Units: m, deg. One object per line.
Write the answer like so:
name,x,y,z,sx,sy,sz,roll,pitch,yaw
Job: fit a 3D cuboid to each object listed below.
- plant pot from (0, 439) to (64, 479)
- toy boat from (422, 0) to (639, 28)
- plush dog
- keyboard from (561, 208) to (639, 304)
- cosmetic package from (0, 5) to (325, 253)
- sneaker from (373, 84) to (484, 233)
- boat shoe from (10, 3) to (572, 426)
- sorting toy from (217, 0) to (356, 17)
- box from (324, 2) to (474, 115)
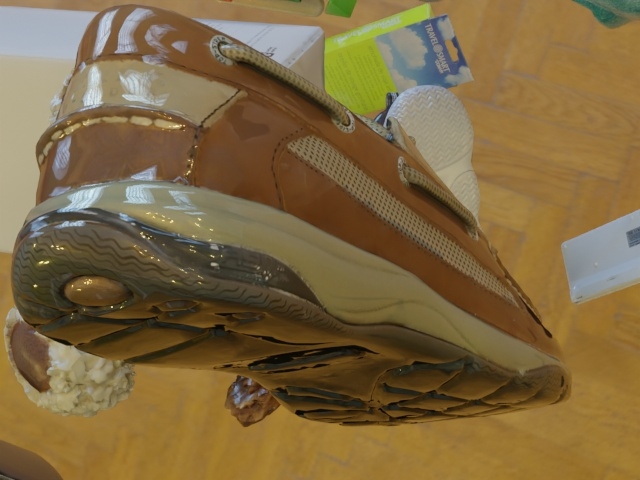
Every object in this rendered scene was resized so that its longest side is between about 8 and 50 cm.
plant pot,-0.357,0.270,1.175,0.187,0.167,0.188,24,97,-14
toy boat,0.166,-0.258,1.015,0.267,0.318,0.148,35,110,26
plush dog,-0.070,0.011,0.866,0.225,0.210,0.262,10,85,23
keyboard,0.327,0.006,1.237,0.256,0.014,0.072,148,121,-62
cosmetic package,-0.189,-0.093,1.079,0.366,0.155,0.197,8,117,14
sneaker,0.098,-0.023,1.217,0.101,0.153,0.268,-6,100,-12
boat shoe,0.015,0.003,0.493,0.123,0.324,0.119,-10,69,27
sorting toy,-0.109,-0.349,1.569,0.348,0.196,0.047,14,74,26
box,0.088,-0.221,1.495,0.178,0.109,0.042,-16,40,17
